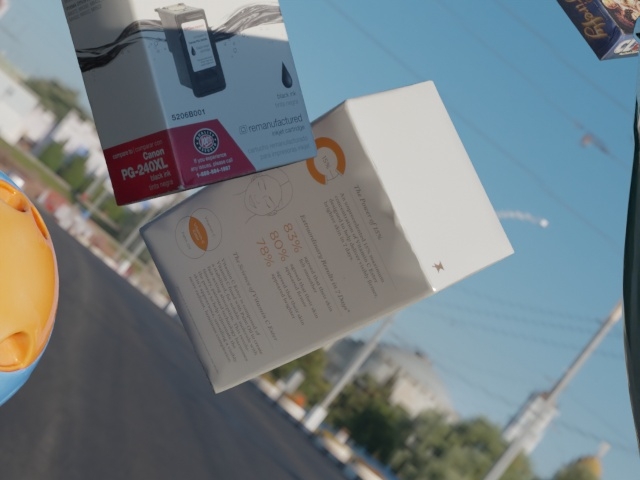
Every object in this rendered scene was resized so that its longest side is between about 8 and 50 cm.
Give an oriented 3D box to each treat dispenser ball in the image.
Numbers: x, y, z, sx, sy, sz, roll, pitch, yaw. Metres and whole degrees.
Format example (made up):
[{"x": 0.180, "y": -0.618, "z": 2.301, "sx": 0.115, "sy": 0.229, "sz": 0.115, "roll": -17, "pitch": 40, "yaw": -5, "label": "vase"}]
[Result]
[{"x": -0.394, "y": 0.046, "z": 1.360, "sx": 0.288, "sy": 0.288, "sz": 0.288, "roll": 39, "pitch": -5, "yaw": 4, "label": "treat dispenser ball"}]

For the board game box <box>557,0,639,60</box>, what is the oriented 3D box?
[{"x": 0.293, "y": -0.303, "z": 1.532, "sx": 0.165, "sy": 0.042, "sz": 0.243, "roll": -13, "pitch": 63, "yaw": -43, "label": "board game box"}]

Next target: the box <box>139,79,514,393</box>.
[{"x": 0.000, "y": 0.000, "z": 1.573, "sx": 0.168, "sy": 0.345, "sz": 0.215, "roll": -21, "pitch": 85, "yaw": -50, "label": "box"}]

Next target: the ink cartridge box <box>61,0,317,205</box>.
[{"x": -0.076, "y": -0.106, "z": 0.806, "sx": 0.063, "sy": 0.109, "sz": 0.150, "roll": -12, "pitch": -86, "yaw": 46, "label": "ink cartridge box"}]

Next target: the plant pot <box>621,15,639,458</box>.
[{"x": 0.245, "y": 0.052, "z": 0.589, "sx": 0.272, "sy": 0.255, "sz": 0.271, "roll": 9, "pitch": 7, "yaw": -1, "label": "plant pot"}]
